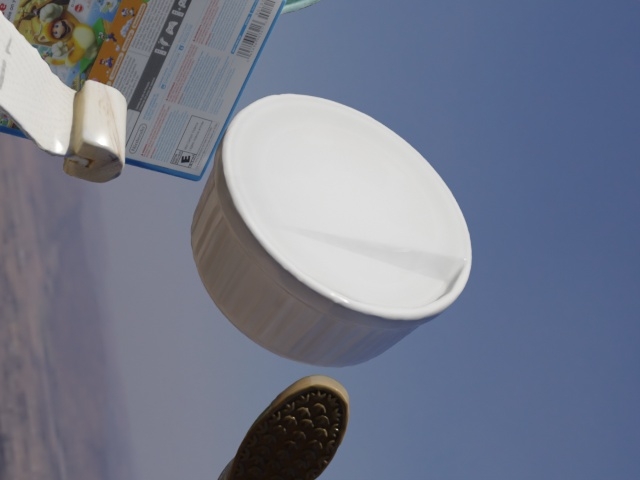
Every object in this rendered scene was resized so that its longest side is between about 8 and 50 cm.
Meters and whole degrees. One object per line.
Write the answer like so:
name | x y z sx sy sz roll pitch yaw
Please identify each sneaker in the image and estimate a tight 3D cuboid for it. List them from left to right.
sneaker | -0.040 0.169 1.133 0.192 0.064 0.086 -59 -172 18

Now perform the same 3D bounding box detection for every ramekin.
ramekin | 0.000 0.000 1.419 0.127 0.273 0.273 -53 -142 38

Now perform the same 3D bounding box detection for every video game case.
video game case | -0.111 -0.101 0.785 0.119 0.166 0.015 -63 -142 19

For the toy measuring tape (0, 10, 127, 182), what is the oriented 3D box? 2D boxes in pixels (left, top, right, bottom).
toy measuring tape | -0.115 -0.139 0.450 0.330 0.121 0.121 52 16 -45

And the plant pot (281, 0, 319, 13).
plant pot | -0.094 -0.311 1.082 0.196 0.293 0.293 19 -62 62
